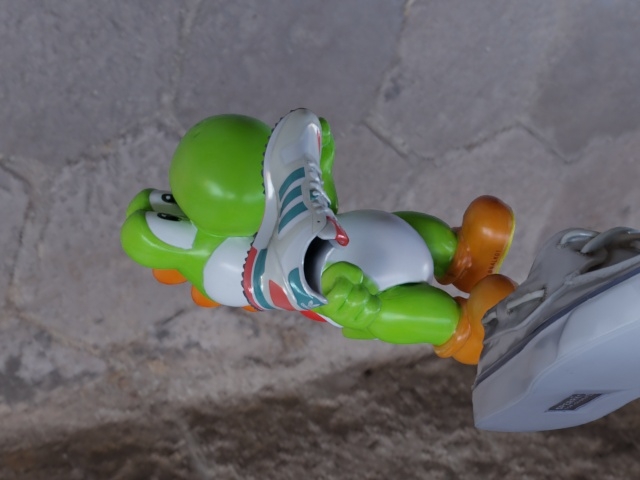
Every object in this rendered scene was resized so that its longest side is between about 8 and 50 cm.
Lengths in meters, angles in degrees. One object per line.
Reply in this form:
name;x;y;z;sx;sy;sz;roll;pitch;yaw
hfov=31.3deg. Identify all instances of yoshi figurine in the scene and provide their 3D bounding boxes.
yoshi figurine;0.007;-0.013;1.035;0.362;0.203;0.202;11;88;-9

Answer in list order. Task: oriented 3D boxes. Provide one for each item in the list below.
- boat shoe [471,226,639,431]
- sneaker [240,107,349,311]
boat shoe;0.146;0.036;0.593;0.096;0.088;0.267;1;160;-8
sneaker;-0.007;-0.022;0.868;0.057;0.075;0.161;28;71;-54
